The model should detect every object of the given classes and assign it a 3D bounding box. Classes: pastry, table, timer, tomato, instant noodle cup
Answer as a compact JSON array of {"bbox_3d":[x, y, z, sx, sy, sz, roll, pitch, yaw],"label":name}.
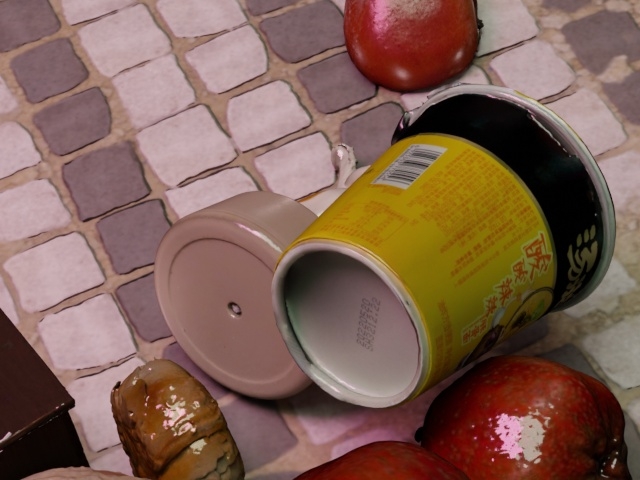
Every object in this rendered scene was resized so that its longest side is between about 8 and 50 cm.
[{"bbox_3d":[-0.112,0.166,1.538,0.081,0.153,0.153,-17,50,-16],"label":"pastry"},{"bbox_3d":[-0.285,0.169,1.527,0.172,0.193,0.169,-31,53,-18],"label":"table"},{"bbox_3d":[0.000,0.000,1.683,0.175,0.175,0.266,24,39,25],"label":"timer"},{"bbox_3d":[0.088,-0.228,1.872,0.139,0.091,0.159,-4,52,6],"label":"tomato"},{"bbox_3d":[0.087,0.012,1.512,0.215,0.216,0.236,27,40,27],"label":"instant noodle cup"}]

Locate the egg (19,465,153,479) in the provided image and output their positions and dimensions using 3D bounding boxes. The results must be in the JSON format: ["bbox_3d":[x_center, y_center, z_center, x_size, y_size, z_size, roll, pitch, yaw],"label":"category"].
[{"bbox_3d":[-0.172,0.267,1.412,0.245,0.203,0.203,22,40,-32],"label":"egg"}]

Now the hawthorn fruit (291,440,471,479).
[{"bbox_3d":[0.025,0.251,1.369,0.208,0.208,0.248,22,14,24],"label":"hawthorn fruit"}]

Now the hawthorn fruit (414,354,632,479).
[{"bbox_3d":[0.147,0.166,1.510,0.194,0.157,0.157,11,50,41],"label":"hawthorn fruit"}]
